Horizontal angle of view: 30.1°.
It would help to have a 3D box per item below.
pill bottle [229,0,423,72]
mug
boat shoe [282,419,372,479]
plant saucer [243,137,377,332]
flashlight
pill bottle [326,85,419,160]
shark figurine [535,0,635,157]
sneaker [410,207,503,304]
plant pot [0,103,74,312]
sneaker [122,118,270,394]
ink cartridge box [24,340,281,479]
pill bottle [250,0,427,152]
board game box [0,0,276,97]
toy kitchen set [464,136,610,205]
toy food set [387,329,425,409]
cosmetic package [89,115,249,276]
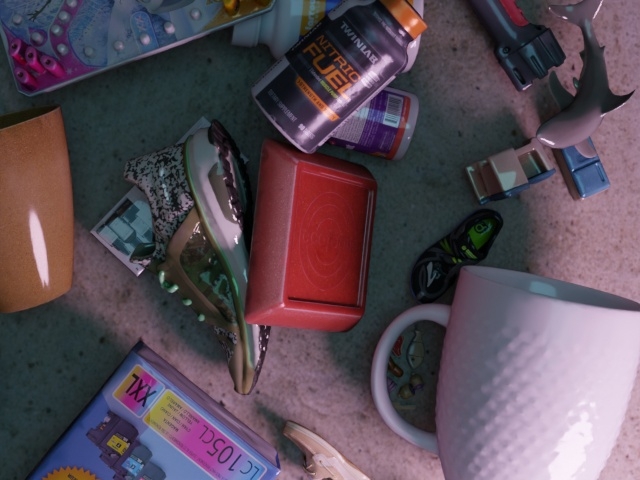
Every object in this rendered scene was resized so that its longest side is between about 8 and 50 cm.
[{"bbox_3d":[0.005,-0.333,1.766,0.272,0.152,0.152,3,87,-10],"label":"pill bottle"},{"bbox_3d":[0.257,0.216,1.736,0.374,0.276,0.328,13,96,12],"label":"mug"},{"bbox_3d":[0.005,0.337,1.779,0.170,0.063,0.059,40,76,-6],"label":"boat shoe"},{"bbox_3d":[0.000,0.000,1.718,0.047,0.258,0.259,3,85,36],"label":"plant saucer"},{"bbox_3d":[0.272,-0.389,1.842,0.103,0.103,0.304,-31,98,35],"label":"flashlight"},{"bbox_3d":[0.041,-0.193,1.787,0.193,0.108,0.108,15,85,-8],"label":"pill bottle"},{"bbox_3d":[0.418,-0.240,1.789,0.166,0.116,0.278,32,63,-35],"label":"shark figurine"},{"bbox_3d":[0.207,0.019,1.818,0.188,0.078,0.067,-45,94,-8],"label":"sneaker"},{"bbox_3d":[-0.442,-0.036,1.661,0.237,0.237,0.254,-16,104,-9],"label":"plant pot"},{"bbox_3d":[-0.176,0.034,1.712,0.182,0.158,0.410,-8,108,10],"label":"sneaker"},{"bbox_3d":[-0.279,0.381,1.673,0.270,0.151,0.395,39,90,-1],"label":"ink cartridge box"},{"bbox_3d":[0.031,-0.247,1.653,0.245,0.130,0.130,-42,94,10],"label":"pill bottle"},{"bbox_3d":[-0.305,-0.446,1.702,0.390,0.050,0.390,-20,79,1],"label":"board game box"},{"bbox_3d":[0.344,-0.100,1.800,0.207,0.166,0.122,-24,91,-9],"label":"toy kitchen set"},{"bbox_3d":[0.123,0.198,1.826,0.078,0.019,0.122,2,87,-9],"label":"toy food set"},{"bbox_3d":[-0.222,-0.064,1.764,0.099,0.060,0.239,43,82,-6],"label":"cosmetic package"}]
